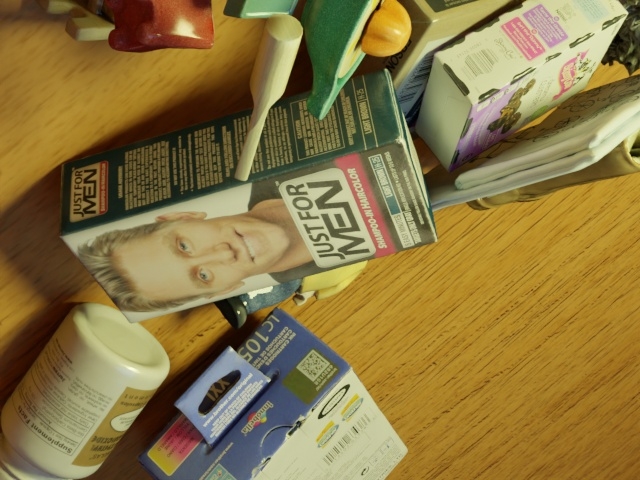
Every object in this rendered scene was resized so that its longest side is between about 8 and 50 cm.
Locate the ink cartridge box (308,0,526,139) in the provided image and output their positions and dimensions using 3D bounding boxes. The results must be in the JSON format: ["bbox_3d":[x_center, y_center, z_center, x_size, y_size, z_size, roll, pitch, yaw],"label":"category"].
[{"bbox_3d":[0.105,-0.199,1.164,0.193,0.088,0.234,-23,158,-38],"label":"ink cartridge box"}]

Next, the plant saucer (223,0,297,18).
[{"bbox_3d":[-0.017,-0.251,0.837,0.067,0.018,0.192,-12,140,-39],"label":"plant saucer"}]

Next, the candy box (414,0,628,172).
[{"bbox_3d":[0.205,-0.176,1.142,0.196,0.070,0.165,-32,164,-12],"label":"candy box"}]

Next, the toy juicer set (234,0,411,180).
[{"bbox_3d":[0.037,-0.201,0.902,0.329,0.089,0.209,-59,175,-14],"label":"toy juicer set"}]

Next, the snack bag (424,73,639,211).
[{"bbox_3d":[0.233,-0.110,1.256,0.323,0.343,0.037,-33,102,-46],"label":"snack bag"}]

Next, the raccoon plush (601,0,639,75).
[{"bbox_3d":[0.367,-0.416,1.248,0.299,0.216,0.446,48,65,-40],"label":"raccoon plush"}]

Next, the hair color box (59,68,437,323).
[{"bbox_3d":[-0.070,-0.038,1.113,0.347,0.105,0.174,-15,141,9],"label":"hair color box"}]

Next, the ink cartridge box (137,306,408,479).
[{"bbox_3d":[-0.057,0.271,1.437,0.270,0.151,0.395,-47,150,-10],"label":"ink cartridge box"}]

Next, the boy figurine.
[{"bbox_3d":[0.000,0.000,1.335,0.285,0.092,0.177,-26,139,-22],"label":"boy figurine"}]

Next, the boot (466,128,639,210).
[{"bbox_3d":[0.343,-0.108,1.382,0.236,0.269,0.089,-27,97,-39],"label":"boot"}]

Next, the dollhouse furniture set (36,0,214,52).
[{"bbox_3d":[-0.084,-0.311,0.884,0.152,0.201,0.374,-9,133,-42],"label":"dollhouse furniture set"}]

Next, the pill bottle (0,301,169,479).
[{"bbox_3d":[-0.285,0.195,1.236,0.131,0.131,0.229,22,109,-49],"label":"pill bottle"}]

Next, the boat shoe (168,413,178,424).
[{"bbox_3d":[-0.181,0.249,1.448,0.135,0.050,0.045,-47,139,-11],"label":"boat shoe"}]
